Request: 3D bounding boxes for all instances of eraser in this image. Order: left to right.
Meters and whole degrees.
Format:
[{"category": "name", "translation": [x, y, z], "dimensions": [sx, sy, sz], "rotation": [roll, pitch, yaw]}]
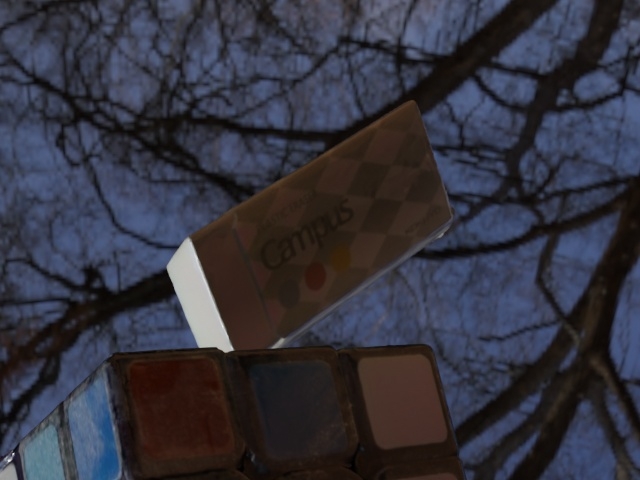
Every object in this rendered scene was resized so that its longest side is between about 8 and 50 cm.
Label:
[{"category": "eraser", "translation": [0.000, 0.000, 1.546], "dimensions": [0.397, 0.213, 0.082], "rotation": [-34, -157, -35]}]

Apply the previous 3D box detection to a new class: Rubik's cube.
[{"category": "Rubik's cube", "translation": [-0.077, 0.308, 1.172], "dimensions": [0.359, 0.363, 0.362], "rotation": [3, -118, -36]}]
